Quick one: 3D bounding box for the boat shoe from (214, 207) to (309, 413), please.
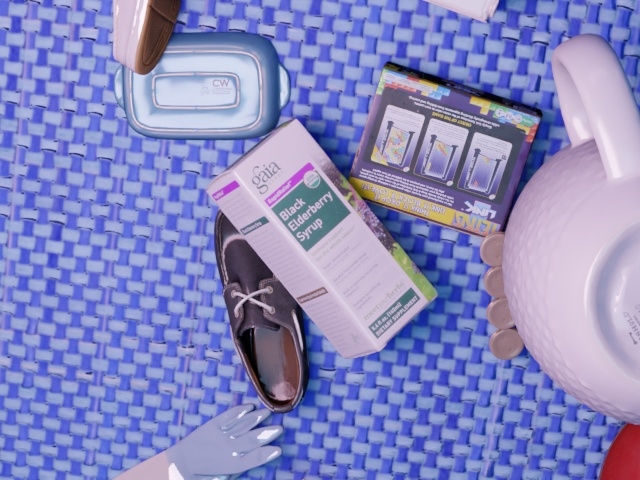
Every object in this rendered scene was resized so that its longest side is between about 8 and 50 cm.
[{"bbox_3d":[-0.060,0.068,1.847,0.084,0.079,0.233,-12,99,9],"label":"boat shoe"}]

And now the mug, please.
[{"bbox_3d":[0.293,-0.010,1.603,0.276,0.328,0.374,-19,94,5],"label":"mug"}]

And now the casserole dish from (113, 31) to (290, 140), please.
[{"bbox_3d":[-0.127,-0.158,1.823,0.188,0.037,0.114,0,103,6],"label":"casserole dish"}]

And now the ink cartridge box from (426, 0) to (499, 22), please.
[{"bbox_3d":[0.095,-0.327,1.727,0.218,0.092,0.158,21,105,4],"label":"ink cartridge box"}]

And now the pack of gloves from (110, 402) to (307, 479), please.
[{"bbox_3d":[-0.109,0.301,1.899,0.232,0.046,0.195,-32,64,15],"label":"pack of gloves"}]

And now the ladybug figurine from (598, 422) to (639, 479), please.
[{"bbox_3d":[0.432,0.349,1.751,0.305,0.162,0.449,-35,76,16],"label":"ladybug figurine"}]

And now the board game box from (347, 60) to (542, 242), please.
[{"bbox_3d":[0.126,-0.091,1.800,0.170,0.048,0.141,19,107,2],"label":"board game box"}]

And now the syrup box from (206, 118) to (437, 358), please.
[{"bbox_3d":[0.000,0.000,1.796,0.093,0.096,0.237,-42,97,-23],"label":"syrup box"}]

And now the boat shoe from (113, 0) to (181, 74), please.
[{"bbox_3d":[-0.189,-0.308,1.769,0.096,0.098,0.277,8,92,11],"label":"boat shoe"}]

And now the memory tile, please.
[{"bbox_3d":[0.224,0.052,1.813,0.113,0.012,0.148,-10,114,-4],"label":"memory tile"}]
